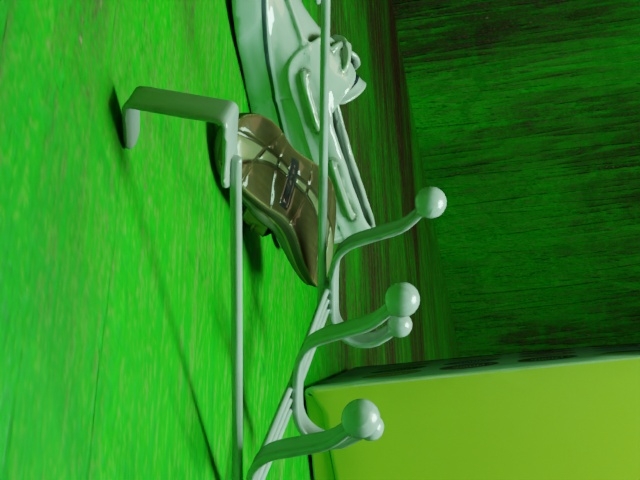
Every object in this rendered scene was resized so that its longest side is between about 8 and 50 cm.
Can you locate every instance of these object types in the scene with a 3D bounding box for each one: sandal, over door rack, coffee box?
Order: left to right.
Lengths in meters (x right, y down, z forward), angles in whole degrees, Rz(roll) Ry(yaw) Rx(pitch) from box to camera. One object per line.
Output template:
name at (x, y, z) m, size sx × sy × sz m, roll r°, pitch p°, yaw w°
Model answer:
sandal at (-0.035, -0.031, 1.048) m, size 0.180 × 0.049 × 0.072 m, roll 49°, pitch 53°, yaw -52°
over door rack at (0.000, 0.000, 0.900) m, size 0.239 × 0.108 × 0.324 m, roll -68°, pitch 152°, yaw -53°
coffee box at (0.190, 0.271, 1.343) m, size 0.334 × 0.337 × 0.338 m, roll 15°, pitch 69°, yaw -81°

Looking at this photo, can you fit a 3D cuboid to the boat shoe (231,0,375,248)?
boat shoe at (-0.010, -0.121, 1.159) m, size 0.096 × 0.088 × 0.268 m, roll -71°, pitch 153°, yaw -73°
